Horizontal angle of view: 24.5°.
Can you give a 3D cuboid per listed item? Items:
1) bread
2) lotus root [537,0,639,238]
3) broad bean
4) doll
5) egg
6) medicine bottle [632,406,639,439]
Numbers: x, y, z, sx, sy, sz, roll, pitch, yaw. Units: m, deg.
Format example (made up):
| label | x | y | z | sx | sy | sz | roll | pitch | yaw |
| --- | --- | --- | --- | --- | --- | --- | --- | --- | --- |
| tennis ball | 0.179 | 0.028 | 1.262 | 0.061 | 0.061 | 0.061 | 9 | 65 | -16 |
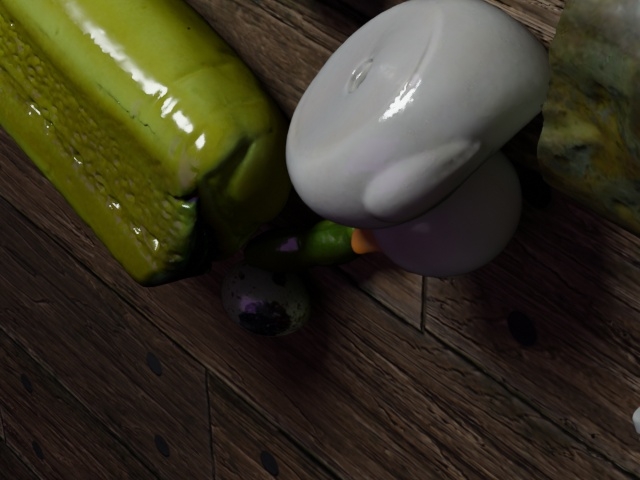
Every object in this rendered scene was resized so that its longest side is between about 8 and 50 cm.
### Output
| label | x | y | z | sx | sy | sz | roll | pitch | yaw |
| --- | --- | --- | --- | --- | --- | --- | --- | --- | --- |
| bread | -0.182 | -0.138 | 1.510 | 0.376 | 0.208 | 0.251 | 49 | 139 | 21 |
| lotus root | 0.280 | -0.059 | 0.961 | 0.260 | 0.149 | 0.267 | 43 | 146 | 30 |
| broad bean | 0.004 | 0.001 | 1.486 | 0.254 | 0.065 | 0.046 | -15 | 59 | 52 |
| doll | 0.097 | -0.071 | 1.205 | 0.251 | 0.221 | 0.221 | -40 | 77 | 30 |
| egg | -0.059 | 0.063 | 1.599 | 0.110 | 0.085 | 0.085 | 31 | 137 | 31 |
| medicine bottle | 0.315 | 0.208 | 1.138 | 0.107 | 0.107 | 0.191 | -18 | 97 | 58 |
